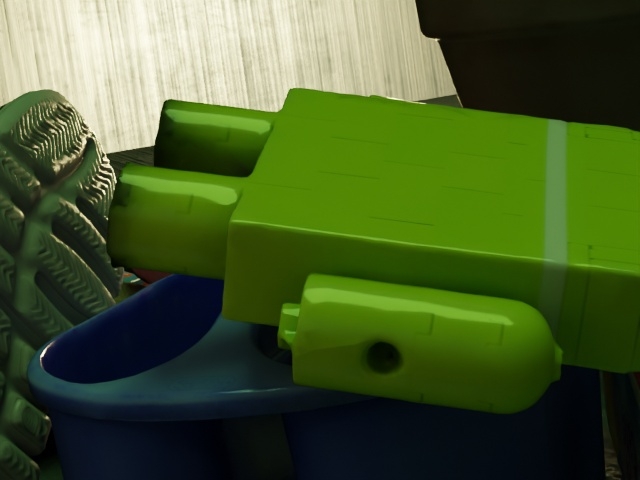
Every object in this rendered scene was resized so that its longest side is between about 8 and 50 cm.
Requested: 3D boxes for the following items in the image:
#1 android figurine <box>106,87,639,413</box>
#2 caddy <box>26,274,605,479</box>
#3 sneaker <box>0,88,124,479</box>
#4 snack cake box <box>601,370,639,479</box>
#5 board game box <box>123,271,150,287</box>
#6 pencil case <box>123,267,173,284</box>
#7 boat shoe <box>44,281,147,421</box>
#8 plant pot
[{"bbox_3d":[0.058,-0.005,0.729,0.272,0.056,0.248,8,23,3],"label":"android figurine"},{"bbox_3d":[0.010,0.064,0.846,0.241,0.179,0.341,-6,10,19],"label":"caddy"},{"bbox_3d":[-0.215,0.060,0.869,0.180,0.125,0.321,-13,42,28],"label":"sneaker"},{"bbox_3d":[0.220,0.078,0.859,0.152,0.089,0.264,-6,10,6],"label":"snack cake box"},{"bbox_3d":[-0.214,0.045,1.426,0.160,0.047,0.210,4,7,13],"label":"board game box"},{"bbox_3d":[-0.028,0.020,1.159,0.209,0.098,0.095,27,6,15],"label":"pencil case"},{"bbox_3d":[-0.216,0.091,1.114,0.285,0.092,0.103,-9,23,-36],"label":"boat shoe"},{"bbox_3d":[0.241,-0.095,1.293,0.323,0.280,0.323,-8,10,1],"label":"plant pot"}]
